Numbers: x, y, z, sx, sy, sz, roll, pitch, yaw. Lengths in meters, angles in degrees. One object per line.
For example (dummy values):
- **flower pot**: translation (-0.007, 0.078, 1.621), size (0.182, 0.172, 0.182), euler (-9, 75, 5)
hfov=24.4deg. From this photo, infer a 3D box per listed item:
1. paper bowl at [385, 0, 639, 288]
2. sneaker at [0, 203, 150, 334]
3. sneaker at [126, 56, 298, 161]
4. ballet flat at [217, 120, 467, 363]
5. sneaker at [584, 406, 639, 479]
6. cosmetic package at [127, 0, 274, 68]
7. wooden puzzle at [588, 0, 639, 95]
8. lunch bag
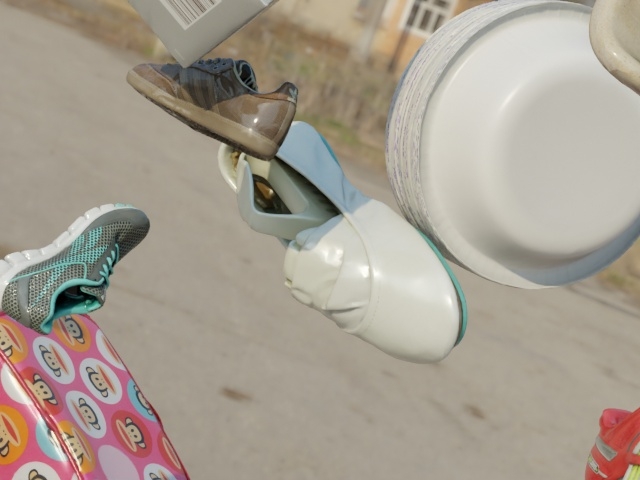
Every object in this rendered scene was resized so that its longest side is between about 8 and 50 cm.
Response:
- **paper bowl**: translation (0.218, -0.092, 1.448), size (0.284, 0.284, 0.148), euler (17, 4, -22)
- **sneaker**: translation (-0.200, 0.029, 1.248), size (0.076, 0.065, 0.166), euler (36, 51, 26)
- **sneaker**: translation (-0.092, -0.130, 1.312), size (0.188, 0.071, 0.066), euler (29, -5, 36)
- **ballet flat**: translation (0.000, 0.000, 1.496), size (0.139, 0.139, 0.400), euler (15, 23, -35)
- **sneaker**: translation (0.250, 0.130, 0.963), size (0.107, 0.118, 0.279), euler (16, -19, -18)
- **cosmetic package**: translation (-0.046, -0.257, 1.248), size (0.107, 0.127, 0.238), euler (49, 46, -11)
- **wooden puzzle**: translation (0.340, -0.197, 0.974), size (0.322, 0.348, 0.080), euler (29, -15, -37)
- **lunch bag**: translation (-0.270, 0.212, 1.667), size (0.293, 0.120, 0.258), euler (58, 23, 14)
